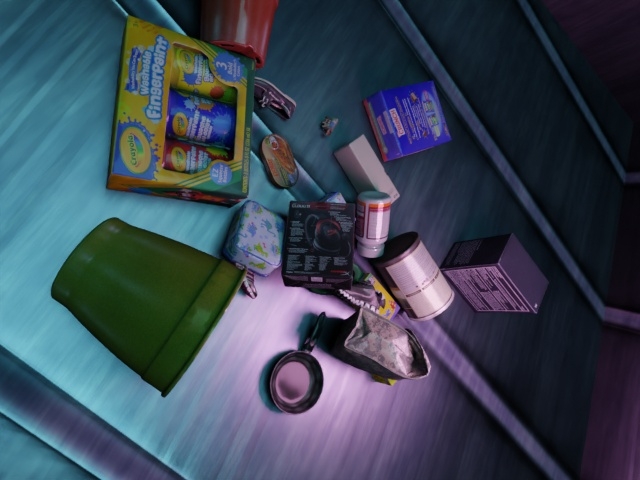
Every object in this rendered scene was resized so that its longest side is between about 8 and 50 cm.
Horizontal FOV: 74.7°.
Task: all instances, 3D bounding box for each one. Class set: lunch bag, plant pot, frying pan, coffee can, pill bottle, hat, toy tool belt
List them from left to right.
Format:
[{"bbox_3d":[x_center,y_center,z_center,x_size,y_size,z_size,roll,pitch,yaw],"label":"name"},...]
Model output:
[{"bbox_3d":[-0.431,0.132,1.046,0.352,0.366,0.367,35,66,-9],"label":"plant pot"},{"bbox_3d":[-0.261,-0.696,1.311,0.272,0.272,0.266,7,87,-30],"label":"plant pot"},{"bbox_3d":[-0.194,-0.005,1.294,0.176,0.090,0.219,29,42,-25],"label":"lunch bag"},{"bbox_3d":[-0.077,0.395,1.369,0.197,0.053,0.327,7,77,-31],"label":"frying pan"},{"bbox_3d":[0.028,-0.430,1.563,0.051,0.052,0.083,27,62,8],"label":"toy tool belt"},{"bbox_3d":[0.029,-0.084,1.486,0.151,0.096,0.129,-36,104,-16],"label":"lunch bag"},{"bbox_3d":[0.034,0.070,1.489,0.208,0.173,0.184,-2,48,-27],"label":"hat"},{"bbox_3d":[0.188,-0.059,1.518,0.121,0.121,0.222,-14,117,-32],"label":"pill bottle"},{"bbox_3d":[0.204,0.362,1.384,0.286,0.235,0.169,29,68,1],"label":"lunch bag"},{"bbox_3d":[0.347,0.135,1.578,0.201,0.201,0.276,-42,105,-29],"label":"coffee can"}]

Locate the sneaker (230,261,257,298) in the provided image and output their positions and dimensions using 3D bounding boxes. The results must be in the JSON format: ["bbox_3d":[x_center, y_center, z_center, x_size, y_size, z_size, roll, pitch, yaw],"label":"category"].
[{"bbox_3d":[-0.225,0.097,1.315,0.074,0.063,0.171,-24,91,-26],"label":"sneaker"}]

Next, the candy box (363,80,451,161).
[{"bbox_3d":[0.363,-0.494,1.729,0.316,0.122,0.269,-22,95,-33],"label":"candy box"}]

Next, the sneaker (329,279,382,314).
[{"bbox_3d":[0.127,0.175,1.454,0.234,0.078,0.106,32,73,-25],"label":"sneaker"}]

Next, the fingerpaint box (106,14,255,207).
[{"bbox_3d":[-0.394,-0.351,1.218,0.370,0.163,0.446,8,78,-31],"label":"fingerpaint box"}]

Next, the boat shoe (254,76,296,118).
[{"bbox_3d":[-0.175,-0.484,1.426,0.206,0.075,0.065,23,72,-33],"label":"boat shoe"}]

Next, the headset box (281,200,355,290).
[{"bbox_3d":[0.000,0.000,1.343,0.217,0.110,0.294,2,63,3],"label":"headset box"}]

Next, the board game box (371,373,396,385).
[{"bbox_3d":[0.281,0.455,1.555,0.181,0.092,0.043,-36,101,-30],"label":"board game box"}]

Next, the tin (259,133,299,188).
[{"bbox_3d":[-0.143,-0.269,1.436,0.106,0.040,0.190,-24,96,-36],"label":"tin"}]

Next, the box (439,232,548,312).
[{"bbox_3d":[0.725,0.147,1.754,0.296,0.294,0.183,47,63,-18],"label":"box"}]

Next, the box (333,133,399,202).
[{"bbox_3d":[0.175,-0.249,1.584,0.094,0.113,0.275,-40,105,-30],"label":"box"}]

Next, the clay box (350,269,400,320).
[{"bbox_3d":[0.187,0.221,1.554,0.222,0.053,0.127,49,63,-17],"label":"clay box"}]
